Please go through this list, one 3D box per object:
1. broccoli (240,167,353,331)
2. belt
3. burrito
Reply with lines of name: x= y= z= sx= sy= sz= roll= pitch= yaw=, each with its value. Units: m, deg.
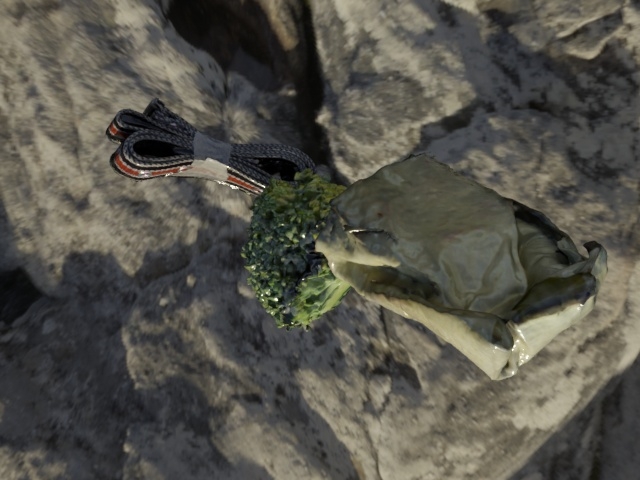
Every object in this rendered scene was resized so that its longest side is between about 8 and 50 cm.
broccoli: x=-0.017 y=-0.004 z=1.439 sx=0.180 sy=0.273 sz=0.242 roll=37 pitch=131 yaw=20
belt: x=-0.181 y=-0.137 z=1.613 sx=0.360 sy=0.094 sz=0.126 roll=13 pitch=69 yaw=-22
burrito: x=0.151 y=0.034 z=1.038 sx=0.190 sy=0.332 sz=0.135 roll=-23 pitch=125 yaw=-24
